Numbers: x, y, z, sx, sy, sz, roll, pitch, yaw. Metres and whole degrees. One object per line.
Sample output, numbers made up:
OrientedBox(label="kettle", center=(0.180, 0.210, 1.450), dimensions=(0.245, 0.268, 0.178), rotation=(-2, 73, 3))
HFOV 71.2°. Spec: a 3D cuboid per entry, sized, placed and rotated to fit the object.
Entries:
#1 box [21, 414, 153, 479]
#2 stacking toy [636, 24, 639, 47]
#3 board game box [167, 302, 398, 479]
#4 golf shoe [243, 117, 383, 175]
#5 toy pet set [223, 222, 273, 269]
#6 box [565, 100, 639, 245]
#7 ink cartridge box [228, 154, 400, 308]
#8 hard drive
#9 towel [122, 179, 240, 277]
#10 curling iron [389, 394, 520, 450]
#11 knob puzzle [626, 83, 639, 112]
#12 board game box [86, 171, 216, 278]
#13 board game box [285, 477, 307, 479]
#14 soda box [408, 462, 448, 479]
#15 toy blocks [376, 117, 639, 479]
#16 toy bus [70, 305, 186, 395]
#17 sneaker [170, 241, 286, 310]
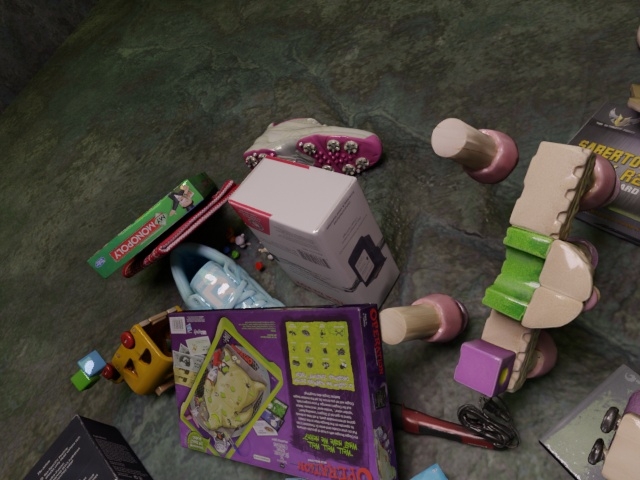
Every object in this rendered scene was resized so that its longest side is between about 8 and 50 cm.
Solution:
OrientedBox(label="box", center=(-0.365, 0.387, 0.684), dimensions=(0.158, 0.093, 0.156), rotation=(27, 73, 37))
OrientedBox(label="stacking toy", center=(0.552, -0.430, 0.634), dimensions=(0.141, 0.330, 0.141), rotation=(-14, 52, 19))
OrientedBox(label="board game box", center=(-0.072, 0.192, 0.593), dimensions=(0.347, 0.056, 0.208), rotation=(-7, 84, 36))
OrientedBox(label="golf shoe", center=(-0.014, -0.205, 0.917), dimensions=(0.307, 0.115, 0.140), rotation=(2, 55, 27))
OrientedBox(label="toy pet set", center=(-0.122, -0.013, 0.883), dimensions=(0.122, 0.065, 0.114), rotation=(22, 104, 40))
OrientedBox(label="box", center=(0.457, -0.087, 0.620), dimensions=(0.183, 0.056, 0.231), rotation=(-46, 49, -8))
OrientedBox(label="ink cartridge box", center=(0.000, 0.000, 0.677), dimensions=(0.172, 0.237, 0.100), rotation=(21, 66, 37))
OrientedBox(label="hard drive", center=(0.329, 0.216, 0.492), dimensions=(0.135, 0.022, 0.094), rotation=(-40, 48, -3))
OrientedBox(label="towel", center=(-0.274, -0.016, 0.853), dimensions=(0.275, 0.031, 0.199), rotation=(-20, 24, 53))
OrientedBox(label="curling iron", center=(0.115, 0.220, 0.587), dimensions=(0.274, 0.035, 0.068), rotation=(-1, 94, 31))
OrientedBox(label="knob puzzle", center=(0.490, -0.149, 0.561), dimensions=(0.213, 0.029, 0.213), rotation=(2, 34, -2))
OrientedBox(label="board game box", center=(-0.310, -0.047, 0.881), dimensions=(0.214, 0.046, 0.317), rotation=(-39, 14, 0))
OrientedBox(label="board game box", center=(0.005, 0.374, 0.544), dimensions=(0.104, 0.026, 0.154), rotation=(-14, 52, 18))
OrientedBox(label="soda box", center=(0.061, 0.336, 0.487), dimensions=(0.210, 0.067, 0.071), rotation=(-29, 54, -8))
OrientedBox(label="toy blocks", center=(0.276, 0.042, 0.504), dimensions=(0.309, 0.260, 0.288), rotation=(24, 103, 41))
OrientedBox(label="toy bus", center=(-0.286, 0.208, 0.760), dimensions=(0.191, 0.202, 0.104), rotation=(-40, 79, -13))
OrientedBox(label="sneaker", center=(-0.144, 0.114, 0.725), dimensions=(0.366, 0.150, 0.135), rotation=(27, 74, 40))
